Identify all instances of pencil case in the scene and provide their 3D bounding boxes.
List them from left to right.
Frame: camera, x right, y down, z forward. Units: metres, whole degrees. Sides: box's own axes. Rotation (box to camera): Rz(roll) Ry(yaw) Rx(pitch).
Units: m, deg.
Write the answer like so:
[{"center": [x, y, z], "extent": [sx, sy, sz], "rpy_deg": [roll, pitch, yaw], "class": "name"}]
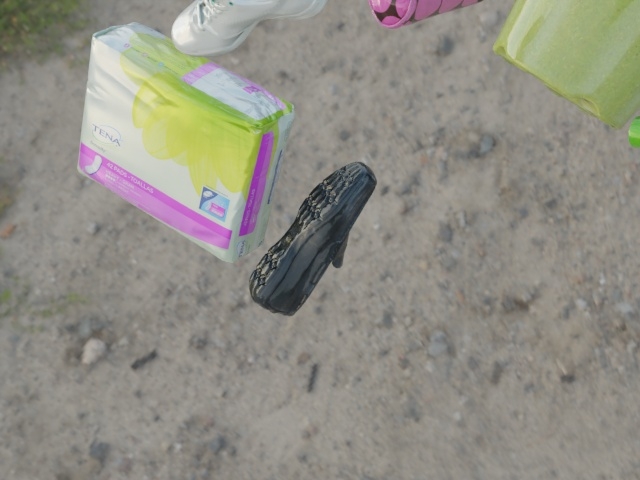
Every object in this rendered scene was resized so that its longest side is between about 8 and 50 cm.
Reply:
[{"center": [0.152, -0.361, 1.519], "extent": [0.095, 0.098, 0.209], "rpy_deg": [-19, 6, 45], "class": "pencil case"}]

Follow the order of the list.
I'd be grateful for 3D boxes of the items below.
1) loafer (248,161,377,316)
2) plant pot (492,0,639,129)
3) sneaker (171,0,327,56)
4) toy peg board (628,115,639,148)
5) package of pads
[{"center": [0.000, 0.000, 1.346], "extent": [0.223, 0.078, 0.076], "rpy_deg": [-52, 31, 14], "class": "loafer"}, {"center": [0.342, -0.278, 1.257], "extent": [0.276, 0.276, 0.253], "rpy_deg": [43, 106, 38], "class": "plant pot"}, {"center": [-0.100, -0.266, 1.212], "extent": [0.212, 0.094, 0.080], "rpy_deg": [-15, 80, 33], "class": "sneaker"}, {"center": [0.259, -0.128, 0.688], "extent": [0.079, 0.160, 0.161], "rpy_deg": [12, 27, 39], "class": "toy peg board"}, {"center": [-0.189, -0.139, 1.464], "extent": [0.297, 0.229, 0.101], "rpy_deg": [29, 36, 20], "class": "package of pads"}]
